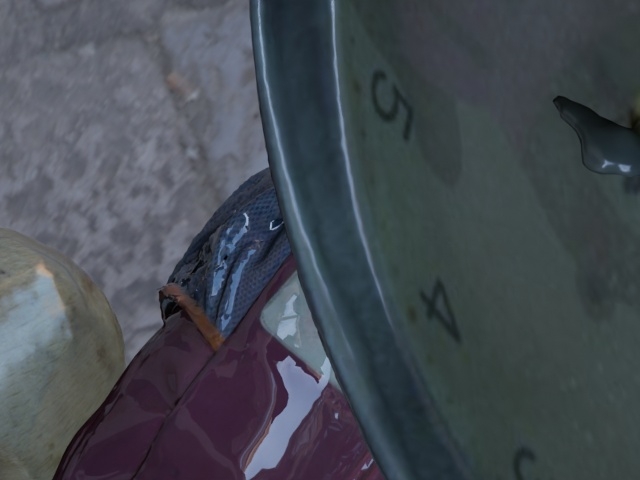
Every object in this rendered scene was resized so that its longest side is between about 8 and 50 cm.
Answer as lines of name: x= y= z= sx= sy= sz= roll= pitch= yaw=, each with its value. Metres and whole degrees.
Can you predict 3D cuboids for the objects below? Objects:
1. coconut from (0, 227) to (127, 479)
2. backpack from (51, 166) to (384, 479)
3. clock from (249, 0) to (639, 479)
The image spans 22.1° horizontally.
coconut: x=-0.258 y=0.105 z=1.225 sx=0.224 sy=0.224 sz=0.224 roll=4 pitch=76 yaw=-17
backpack: x=-0.025 y=0.149 z=1.045 sx=0.283 sy=0.197 sz=0.317 roll=42 pitch=79 yaw=-17
clock: x=0.070 y=-0.020 z=0.324 sx=0.055 sy=0.280 sz=0.281 roll=-15 pitch=83 yaw=-26
